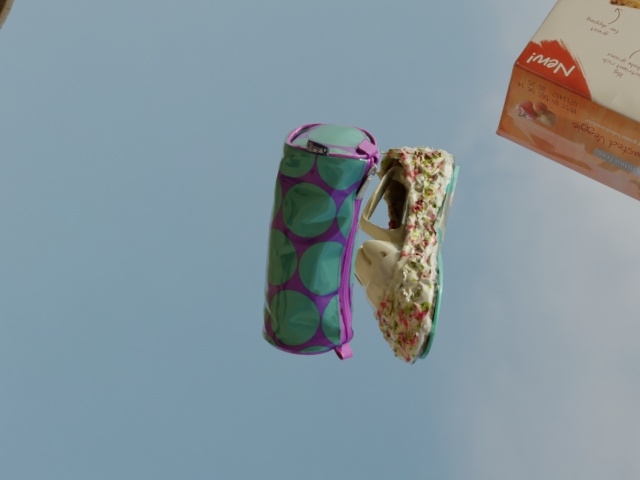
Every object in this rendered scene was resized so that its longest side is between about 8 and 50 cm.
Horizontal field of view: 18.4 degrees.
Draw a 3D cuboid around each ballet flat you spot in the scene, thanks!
[{"bbox_3d":[0.066,0.008,1.671,0.241,0.077,0.091,-79,-172,-49],"label":"ballet flat"}]

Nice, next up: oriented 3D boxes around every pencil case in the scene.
[{"bbox_3d":[0.000,0.000,1.334,0.070,0.064,0.151,16,-71,29],"label":"pencil case"}]

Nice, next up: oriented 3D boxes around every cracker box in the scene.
[{"bbox_3d":[0.227,-0.123,1.200,0.232,0.156,0.067,-55,164,-36],"label":"cracker box"}]

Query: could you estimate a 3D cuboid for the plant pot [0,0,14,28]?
[{"bbox_3d":[-0.323,-0.254,1.391,0.256,0.256,0.274,-54,-165,18],"label":"plant pot"}]
